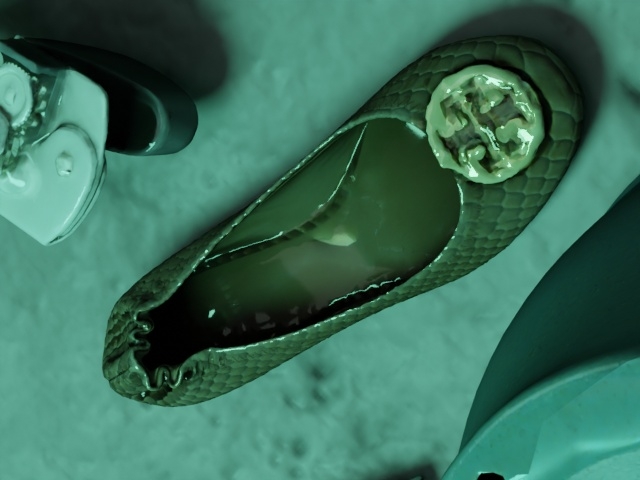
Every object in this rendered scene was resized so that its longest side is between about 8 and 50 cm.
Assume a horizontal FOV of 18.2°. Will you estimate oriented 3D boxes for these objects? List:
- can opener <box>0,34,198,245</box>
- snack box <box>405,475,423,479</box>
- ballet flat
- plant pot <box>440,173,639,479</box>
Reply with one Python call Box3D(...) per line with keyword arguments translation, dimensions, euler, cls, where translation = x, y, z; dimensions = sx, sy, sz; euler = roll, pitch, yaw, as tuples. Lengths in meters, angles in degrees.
Box3D(translation=(-0.181, -0.086, 0.884), dimensions=(0.280, 0.093, 0.074), euler=(31, 110, 27), cls="can opener")
Box3D(translation=(-0.023, 0.157, 0.880), dimensions=(0.178, 0.022, 0.064), euler=(-20, 91, 28), cls="snack box")
Box3D(translation=(0.000, 0.000, 0.817), dimensions=(0.250, 0.058, 0.084), euler=(-32, 86, 28), cls="ballet flat")
Box3D(translation=(0.159, 0.094, 0.646), dimensions=(0.271, 0.255, 0.272), euler=(5, 102, 25), cls="plant pot")
